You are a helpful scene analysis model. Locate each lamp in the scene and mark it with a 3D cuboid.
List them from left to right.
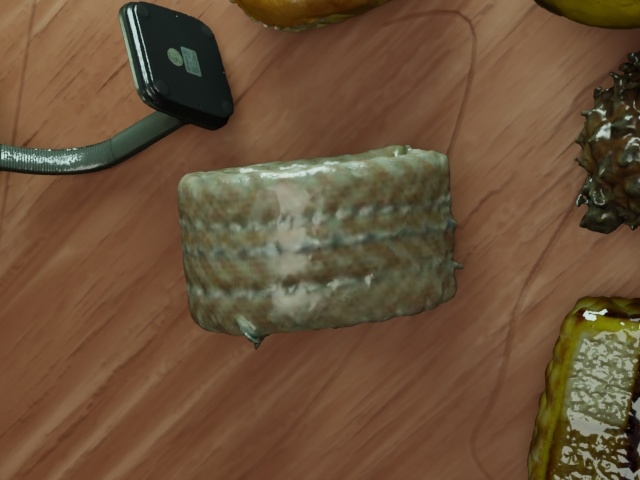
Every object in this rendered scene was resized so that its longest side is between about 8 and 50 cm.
[{"bbox_3d":[-0.237,-0.156,1.049,0.283,0.124,0.203,-20,71,18],"label":"lamp"}]

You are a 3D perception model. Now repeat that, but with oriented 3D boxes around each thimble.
[{"bbox_3d":[-0.005,0.000,0.954,0.229,0.196,0.148,-7,98,-16],"label":"thimble"}]

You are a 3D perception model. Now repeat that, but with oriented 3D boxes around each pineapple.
[{"bbox_3d":[0.285,-0.074,0.893,0.166,0.166,0.193,46,105,5],"label":"pineapple"}]

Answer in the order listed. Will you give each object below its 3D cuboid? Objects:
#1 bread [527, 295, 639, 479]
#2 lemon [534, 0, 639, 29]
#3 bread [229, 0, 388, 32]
[{"bbox_3d":[0.278,0.162,0.951,0.181,0.096,0.222,13,99,15],"label":"bread"},{"bbox_3d":[0.231,-0.274,0.845,0.240,0.240,0.219,38,111,7],"label":"lemon"},{"bbox_3d":[0.006,-0.261,0.967,0.191,0.114,0.132,-23,93,20],"label":"bread"}]
